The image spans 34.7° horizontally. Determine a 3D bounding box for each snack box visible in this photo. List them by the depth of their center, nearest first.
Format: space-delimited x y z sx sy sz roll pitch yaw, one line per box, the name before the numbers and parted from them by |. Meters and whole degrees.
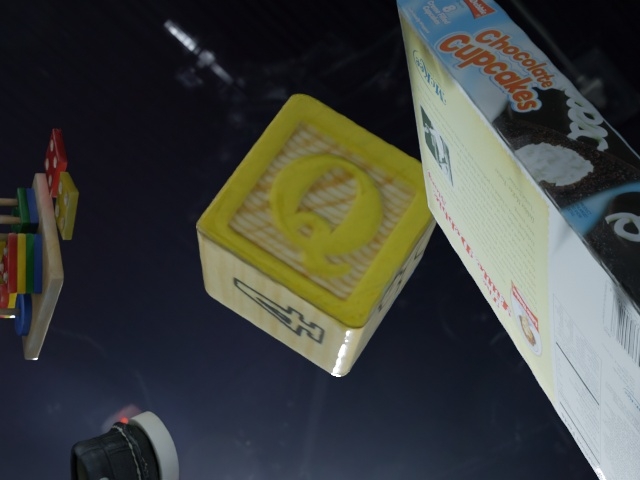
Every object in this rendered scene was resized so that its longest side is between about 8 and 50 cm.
snack box | 0.139 0.001 0.607 0.060 0.187 0.322 -20 -135 -6

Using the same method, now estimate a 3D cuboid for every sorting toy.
sorting toy | -0.288 0.019 0.986 0.274 0.046 0.132 -59 -141 42

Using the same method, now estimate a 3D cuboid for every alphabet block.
alphabet block | 0.000 0.000 1.077 0.192 0.193 0.197 -57 172 -21

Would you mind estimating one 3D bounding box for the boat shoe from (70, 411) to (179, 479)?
boat shoe | -0.213 0.300 1.024 0.114 0.091 0.303 38 -51 43
